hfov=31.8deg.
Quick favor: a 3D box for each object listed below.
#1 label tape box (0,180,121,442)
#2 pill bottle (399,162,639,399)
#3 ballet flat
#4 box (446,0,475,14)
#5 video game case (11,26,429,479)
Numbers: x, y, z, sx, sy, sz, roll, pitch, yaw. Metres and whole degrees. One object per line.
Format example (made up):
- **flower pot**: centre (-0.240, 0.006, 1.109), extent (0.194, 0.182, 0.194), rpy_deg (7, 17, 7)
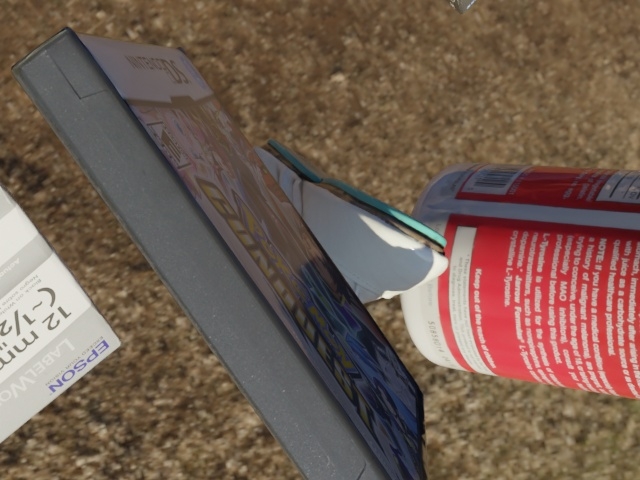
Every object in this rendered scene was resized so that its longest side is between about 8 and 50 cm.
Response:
- **label tape box**: centre (-0.287, 0.097, 0.831), extent (0.249, 0.115, 0.348), rpy_deg (-40, 147, -12)
- **pill bottle**: centre (0.304, 0.042, 1.129), extent (0.229, 0.407, 0.229), rpy_deg (-12, 105, -54)
- **ballet flat**: centre (0.000, 0.000, 1.109), extent (0.139, 0.400, 0.139), rpy_deg (-6, 107, -20)
- **box**: centre (0.120, -0.203, 0.793), extent (0.018, 0.083, 0.067), rpy_deg (45, 5, 10)
- **video game case**: centre (-0.031, 0.013, 0.595), extent (0.275, 0.035, 0.248), rpy_deg (55, 8, -4)
